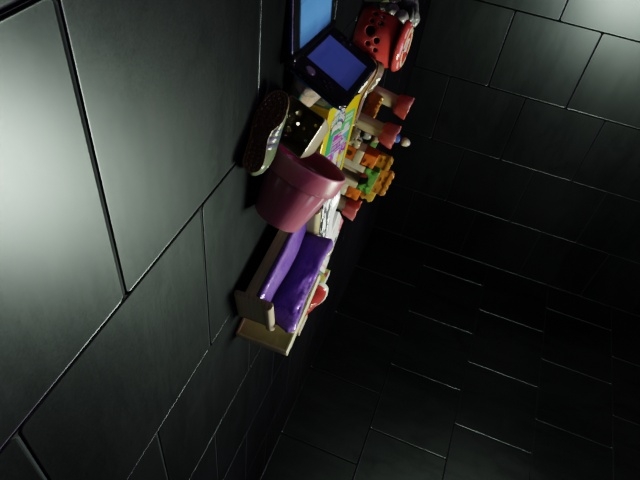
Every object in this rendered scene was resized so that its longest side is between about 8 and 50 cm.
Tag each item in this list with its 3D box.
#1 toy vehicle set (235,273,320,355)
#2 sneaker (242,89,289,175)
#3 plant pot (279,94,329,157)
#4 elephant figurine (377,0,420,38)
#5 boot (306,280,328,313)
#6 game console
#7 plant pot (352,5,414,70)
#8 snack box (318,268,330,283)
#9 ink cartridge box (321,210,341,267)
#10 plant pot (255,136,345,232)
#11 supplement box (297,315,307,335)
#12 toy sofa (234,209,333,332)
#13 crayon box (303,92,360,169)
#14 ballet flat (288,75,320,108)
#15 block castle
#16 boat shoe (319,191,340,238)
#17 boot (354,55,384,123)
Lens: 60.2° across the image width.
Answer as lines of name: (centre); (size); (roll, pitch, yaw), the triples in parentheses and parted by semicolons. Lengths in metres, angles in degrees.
toy vehicle set: (-0.126, 0.196, 1.674); (0.035, 0.165, 0.267); (89, 23, -63)
sneaker: (-0.120, -0.231, 1.220); (0.086, 0.064, 0.192); (88, 22, -84)
plant pot: (-0.040, -0.263, 1.317); (0.109, 0.109, 0.096); (-55, 162, 13)
elephant figurine: (0.276, -0.817, 2.090); (0.239, 0.185, 0.170); (112, -42, -69)
boot: (-0.068, 0.277, 2.217); (0.244, 0.088, 0.176); (-48, -175, 40)
game console: (0.041, -0.490, 1.296); (0.173, 0.250, 0.293); (-45, -170, 42)
plant pot: (0.208, -0.667, 1.854); (0.191, 0.174, 0.191); (21, 90, -81)
snack box: (-0.030, 0.166, 2.327); (0.141, 0.100, 0.037); (-62, 168, -45)
ink cartridge box: (0.000, 0.000, 2.177); (0.172, 0.100, 0.238); (47, 62, -78)
plant pot: (-0.066, -0.129, 1.371); (0.180, 0.201, 0.201); (-58, 176, 23)
supplement box: (-0.103, 0.357, 2.406); (0.036, 0.062, 0.099); (96, 16, -55)
toy sofa: (-0.092, 0.074, 1.602); (0.150, 0.177, 0.363); (94, 19, -58)
crayon box: (-0.002, -0.276, 1.634); (0.363, 0.106, 0.313); (-51, 157, -64)
ballet flat: (-0.002, -0.428, 1.426); (0.106, 0.107, 0.316); (-55, 178, 42)
block castle: (0.190, -0.315, 2.068); (0.303, 0.212, 0.453); (-63, 179, -45)
boat shoe: (-0.014, -0.066, 1.994); (0.102, 0.108, 0.302); (-5, 120, -40)
boot: (0.083, -0.471, 1.825); (0.305, 0.115, 0.112); (-61, -142, 21)
